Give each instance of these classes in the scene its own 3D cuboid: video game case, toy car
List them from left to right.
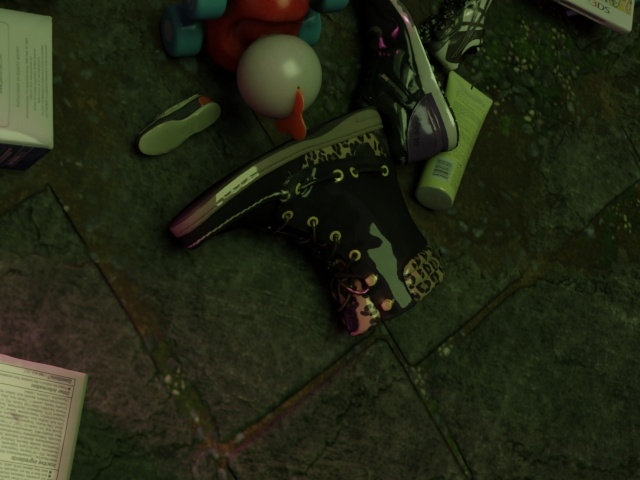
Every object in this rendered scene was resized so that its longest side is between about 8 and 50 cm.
[{"bbox_3d":[-0.070,-0.237,1.520,0.219,0.210,0.238,-8,76,-25],"label":"toy car"},{"bbox_3d":[0.471,-0.498,1.987,0.206,0.026,0.227,19,70,-24],"label":"video game case"}]

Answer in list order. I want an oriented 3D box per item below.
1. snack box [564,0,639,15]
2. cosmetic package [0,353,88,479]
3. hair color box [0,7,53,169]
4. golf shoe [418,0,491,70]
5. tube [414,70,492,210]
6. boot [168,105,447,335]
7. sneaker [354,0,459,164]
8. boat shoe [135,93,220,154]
[{"bbox_3d":[0.484,-0.574,2.064,0.187,0.060,0.322,-14,85,-34],"label":"snack box"},{"bbox_3d":[-0.373,0.287,1.260,0.160,0.113,0.309,18,69,-28],"label":"cosmetic package"},{"bbox_3d":[-0.491,-0.190,1.311,0.347,0.105,0.174,5,75,-32],"label":"hair color box"},{"bbox_3d":[0.237,-0.354,1.851,0.198,0.077,0.094,-46,117,-28],"label":"golf shoe"},{"bbox_3d":[0.209,-0.157,1.787,0.070,0.062,0.240,66,37,-51],"label":"tube"},{"bbox_3d":[0.000,0.000,1.566,0.377,0.138,0.284,-31,95,-40],"label":"boot"},{"bbox_3d":[0.098,-0.249,1.710,0.124,0.107,0.283,-20,77,-13],"label":"sneaker"},{"bbox_3d":[-0.198,-0.158,1.531,0.043,0.049,0.137,36,53,30],"label":"boat shoe"}]
